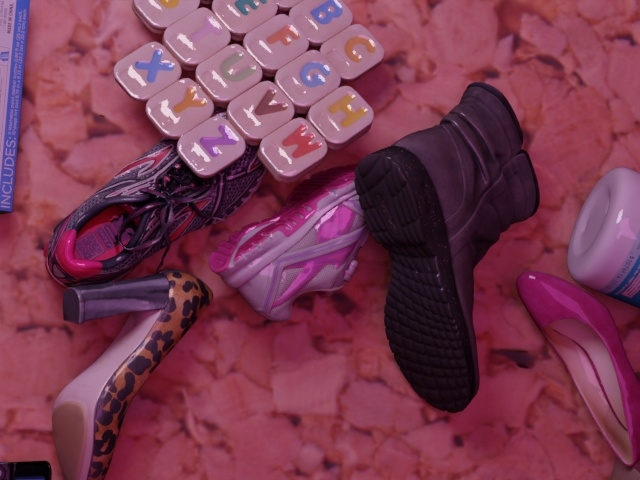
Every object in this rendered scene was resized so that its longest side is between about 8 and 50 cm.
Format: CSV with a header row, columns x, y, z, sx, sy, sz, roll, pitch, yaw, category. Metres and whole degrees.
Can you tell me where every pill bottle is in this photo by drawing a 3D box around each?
x,y,z,sx,sy,sz,roll,pitch,yaw,category
0.430,0.026,1.867,0.264,0.146,0.146,22,82,-8,pill bottle

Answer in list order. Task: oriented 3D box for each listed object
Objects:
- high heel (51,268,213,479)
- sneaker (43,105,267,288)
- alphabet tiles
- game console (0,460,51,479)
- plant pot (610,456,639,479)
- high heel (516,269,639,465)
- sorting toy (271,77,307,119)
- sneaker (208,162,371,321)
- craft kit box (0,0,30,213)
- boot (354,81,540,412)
x,y,z,sx,sy,sz,roll,pitch,yaw,category
-0.198,0.163,1.785,0.186,0.093,0.261,-7,109,-39,high heel
-0.168,-0.044,1.778,0.299,0.112,0.121,-41,93,-12,sneaker
-0.076,-0.201,1.803,0.278,0.021,0.284,-35,76,-24,alphabet tiles
-0.345,0.298,1.736,0.107,0.071,0.122,2,80,-11,game console
0.384,0.322,1.863,0.109,0.109,0.096,25,94,-8,plant pot
0.300,0.145,1.854,0.244,0.082,0.117,47,48,-15,high heel
-0.028,-0.161,1.849,0.102,0.061,0.042,46,122,3,sorting toy
0.000,0.000,1.819,0.252,0.103,0.111,-34,109,-15,sneaker
-0.439,-0.163,1.718,0.247,0.061,0.249,8,83,-37,craft kit box
0.174,0.010,1.829,0.223,0.118,0.338,-32,122,-38,boot
